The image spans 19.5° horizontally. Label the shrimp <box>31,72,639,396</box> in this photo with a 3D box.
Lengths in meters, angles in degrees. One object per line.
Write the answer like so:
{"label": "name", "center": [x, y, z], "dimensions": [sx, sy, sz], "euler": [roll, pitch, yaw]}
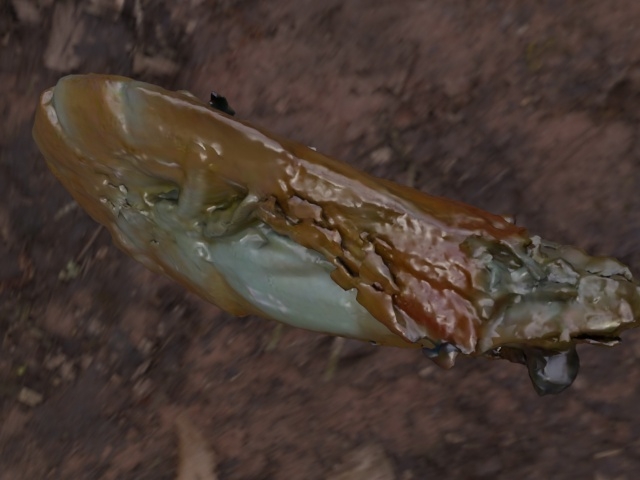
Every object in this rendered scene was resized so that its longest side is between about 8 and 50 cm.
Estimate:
{"label": "shrimp", "center": [0.000, 0.000, 0.472], "dimensions": [0.184, 0.091, 0.043], "euler": [18, 65, 25]}
